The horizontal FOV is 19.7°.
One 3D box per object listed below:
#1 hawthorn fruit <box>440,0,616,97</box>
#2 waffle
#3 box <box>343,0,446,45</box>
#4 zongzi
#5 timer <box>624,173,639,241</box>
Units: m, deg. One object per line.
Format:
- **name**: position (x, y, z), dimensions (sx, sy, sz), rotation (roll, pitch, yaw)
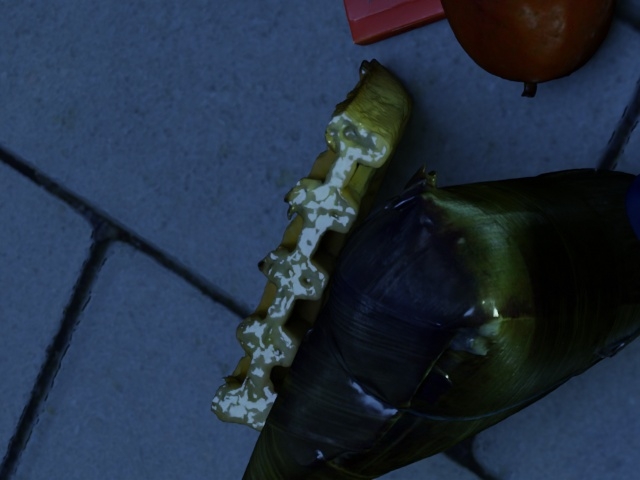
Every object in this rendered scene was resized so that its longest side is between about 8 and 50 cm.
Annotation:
- **hawthorn fruit**: position (0.202, -0.236, 1.801), dimensions (0.185, 0.185, 0.202), rotation (11, 122, 29)
- **waffle**: position (-0.001, 0.000, 1.879), dimensions (0.077, 0.304, 0.348), rotation (23, 106, 3)
- **box**: position (0.069, -0.342, 1.945), dimensions (0.139, 0.035, 0.245), rotation (-17, 86, 29)
- **zongzi**: position (0.130, 0.115, 1.777), dimensions (0.208, 0.403, 0.432), rotation (52, 128, 24)
- **timer**: position (0.487, -0.065, 1.595), dimensions (0.383, 0.270, 0.270), rotation (-42, 72, -3)
